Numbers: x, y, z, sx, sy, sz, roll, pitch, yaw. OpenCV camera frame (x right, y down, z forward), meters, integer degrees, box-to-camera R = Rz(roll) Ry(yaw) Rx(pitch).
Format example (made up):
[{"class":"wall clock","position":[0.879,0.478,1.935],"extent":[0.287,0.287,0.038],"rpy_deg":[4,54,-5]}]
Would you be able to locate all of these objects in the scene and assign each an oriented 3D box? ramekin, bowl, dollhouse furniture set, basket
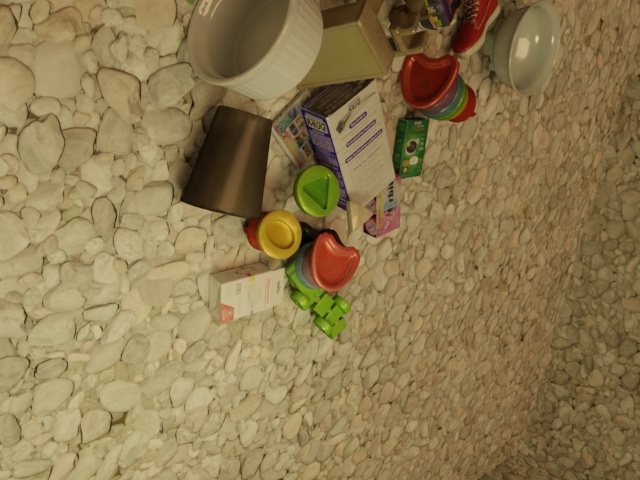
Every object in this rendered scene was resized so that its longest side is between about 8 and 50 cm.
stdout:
[{"class":"ramekin","position":[-0.127,-0.423,1.159],"extent":[0.135,0.277,0.277],"rpy_deg":[18,96,-53]},{"class":"bowl","position":[0.659,-0.640,1.894],"extent":[0.297,0.134,0.298],"rpy_deg":[-21,123,-37]},{"class":"dollhouse furniture set","position":[0.073,-0.574,1.361],"extent":[0.362,0.256,0.395],"rpy_deg":[48,54,-45]},{"class":"basket","position":[-0.197,-0.179,1.296],"extent":[0.204,0.154,0.227],"rpy_deg":[10,99,-46]}]

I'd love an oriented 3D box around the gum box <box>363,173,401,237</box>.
[{"class":"gum box","position":[0.188,-0.116,1.749],"extent":[0.107,0.062,0.189],"rpy_deg":[-24,124,-34]}]

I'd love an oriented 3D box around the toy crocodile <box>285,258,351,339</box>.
[{"class":"toy crocodile","position":[-0.011,0.175,1.684],"extent":[0.115,0.105,0.341],"rpy_deg":[-48,130,-15]}]

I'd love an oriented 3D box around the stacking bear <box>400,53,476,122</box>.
[{"class":"stacking bear","position":[0.377,-0.437,1.716],"extent":[0.289,0.175,0.164],"rpy_deg":[8,101,-53]}]

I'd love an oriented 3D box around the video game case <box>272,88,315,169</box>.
[{"class":"video game case","position":[-0.049,-0.286,1.475],"extent":[0.143,0.019,0.157],"rpy_deg":[-50,136,-13]}]

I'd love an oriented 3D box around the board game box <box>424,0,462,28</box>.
[{"class":"board game box","position":[0.298,-0.642,1.411],"extent":[0.170,0.048,0.141],"rpy_deg":[55,51,-41]}]

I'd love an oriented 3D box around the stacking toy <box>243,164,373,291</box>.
[{"class":"stacking toy","position":[-0.031,-0.031,1.506],"extent":[0.309,0.130,0.280],"rpy_deg":[38,70,-29]}]

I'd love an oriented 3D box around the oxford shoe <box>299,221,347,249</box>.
[{"class":"oxford shoe","position":[0.000,0.000,1.631],"extent":[0.227,0.082,0.096],"rpy_deg":[41,54,-42]}]

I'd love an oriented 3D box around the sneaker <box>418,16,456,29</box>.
[{"class":"sneaker","position":[0.331,-0.741,1.543],"extent":[0.126,0.127,0.321],"rpy_deg":[-22,122,-33]}]

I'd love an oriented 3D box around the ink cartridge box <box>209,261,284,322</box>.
[{"class":"ink cartridge box","position":[-0.192,0.130,1.503],"extent":[0.198,0.067,0.116],"rpy_deg":[-12,118,-38]}]

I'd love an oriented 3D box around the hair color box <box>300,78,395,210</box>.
[{"class":"hair color box","position":[0.083,-0.256,1.532],"extent":[0.185,0.110,0.339],"rpy_deg":[-42,140,-21]}]

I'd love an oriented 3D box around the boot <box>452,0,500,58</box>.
[{"class":"boot","position":[0.445,-0.686,1.708],"extent":[0.176,0.088,0.244],"rpy_deg":[46,68,-45]}]

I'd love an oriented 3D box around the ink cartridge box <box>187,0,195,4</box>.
[{"class":"ink cartridge box","position":[-0.285,-0.590,1.080],"extent":[0.235,0.056,0.171],"rpy_deg":[27,89,-45]}]

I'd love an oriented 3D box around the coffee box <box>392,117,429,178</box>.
[{"class":"coffee box","position":[0.278,-0.287,1.768],"extent":[0.113,0.040,0.184],"rpy_deg":[-14,119,-39]}]
